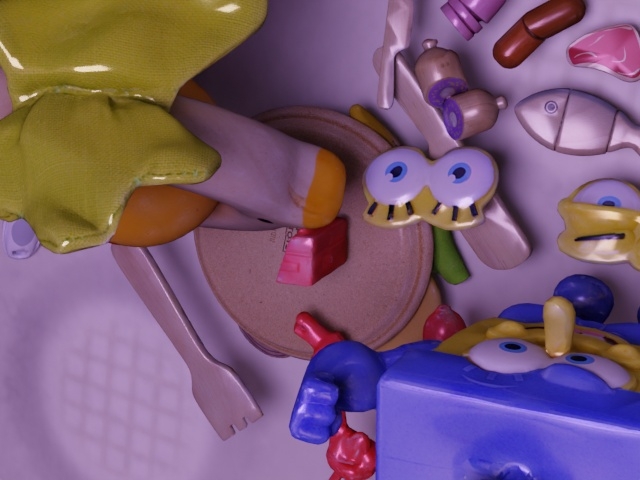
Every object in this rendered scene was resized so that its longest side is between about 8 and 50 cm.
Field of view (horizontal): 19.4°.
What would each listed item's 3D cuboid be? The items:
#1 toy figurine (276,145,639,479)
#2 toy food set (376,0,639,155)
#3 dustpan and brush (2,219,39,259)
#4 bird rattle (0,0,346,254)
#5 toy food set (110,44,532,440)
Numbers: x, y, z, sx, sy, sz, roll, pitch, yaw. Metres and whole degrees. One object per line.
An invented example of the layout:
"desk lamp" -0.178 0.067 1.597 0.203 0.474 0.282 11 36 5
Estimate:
"toy figurine" 0.117 0.097 0.714 0.362 0.217 0.191 13 109 20
"toy food set" 0.085 -0.078 0.802 0.122 0.019 0.078 7 93 11
"dustpan and brush" -0.141 -0.060 0.933 0.211 0.147 0.060 117 152 -60
"bird rattle" -0.109 -0.036 0.792 0.253 0.207 0.143 -10 66 48
"toy food set" 0.000 0.000 0.883 0.192 0.038 0.132 -32 89 28
